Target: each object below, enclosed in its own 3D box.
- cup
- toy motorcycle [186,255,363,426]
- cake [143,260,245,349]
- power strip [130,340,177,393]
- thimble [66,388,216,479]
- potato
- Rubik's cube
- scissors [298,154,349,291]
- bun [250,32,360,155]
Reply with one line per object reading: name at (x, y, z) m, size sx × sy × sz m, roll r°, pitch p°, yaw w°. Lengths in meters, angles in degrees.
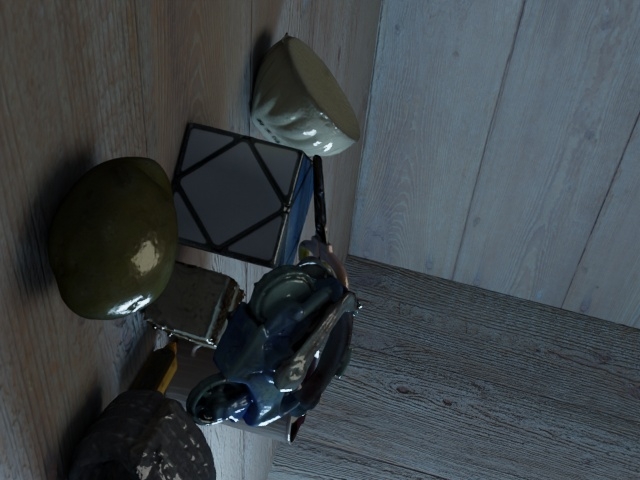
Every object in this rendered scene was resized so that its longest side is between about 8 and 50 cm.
cup at (-0.153, 0.269, 1.877) m, size 0.288 × 0.273 × 0.208 m, roll 6°, pitch 98°, yaw -82°
toy motorcycle at (-0.057, 0.194, 1.573) m, size 0.319 × 0.241 × 0.182 m, roll -57°, pitch -163°, yaw 13°
cake at (-0.217, 0.111, 1.642) m, size 0.147 × 0.135 × 0.135 m, roll 46°, pitch 61°, yaw -79°
power strip at (-0.289, 0.237, 1.680) m, size 0.178 × 0.049 × 0.028 m, roll -66°, pitch 163°, yaw -50°
thimble at (-0.271, 0.359, 1.450) m, size 0.172 × 0.205 × 0.236 m, roll -59°, pitch 163°, yaw -61°
potato at (-0.247, -0.006, 1.173) m, size 0.178 × 0.160 × 0.235 m, roll -35°, pitch -144°, yaw 35°
Rubik's cube at (-0.133, -0.069, 1.657) m, size 0.205 × 0.207 × 0.205 m, roll 30°, pitch 76°, yaw -81°
scissors at (0.000, 0.000, 1.651) m, size 0.024 × 0.160 × 0.318 m, roll -18°, pitch 121°, yaw -26°
bun at (-0.055, -0.269, 1.965) m, size 0.175 × 0.263 × 0.263 m, roll -33°, pitch -172°, yaw 20°
